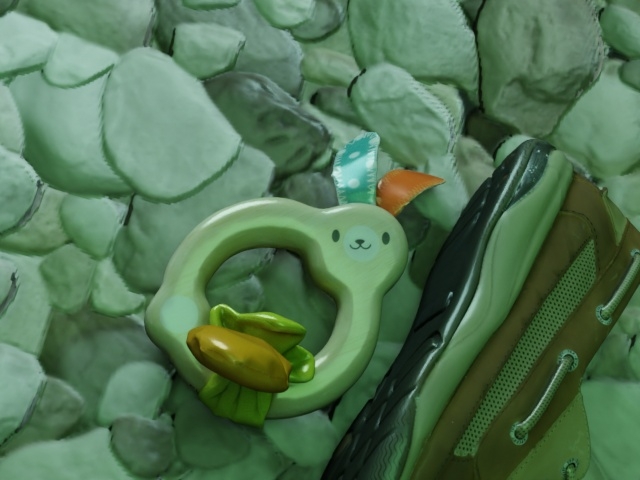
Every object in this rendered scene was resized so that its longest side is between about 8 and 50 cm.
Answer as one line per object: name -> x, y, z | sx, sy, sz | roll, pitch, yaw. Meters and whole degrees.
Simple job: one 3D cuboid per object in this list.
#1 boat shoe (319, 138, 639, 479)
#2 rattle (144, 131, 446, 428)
boat shoe -> 0.091, 0.096, 0.751 | 0.120, 0.122, 0.324 | 31, 69, -5
rattle -> 0.000, 0.000, 0.754 | 0.200, 0.143, 0.130 | -39, 66, -15
